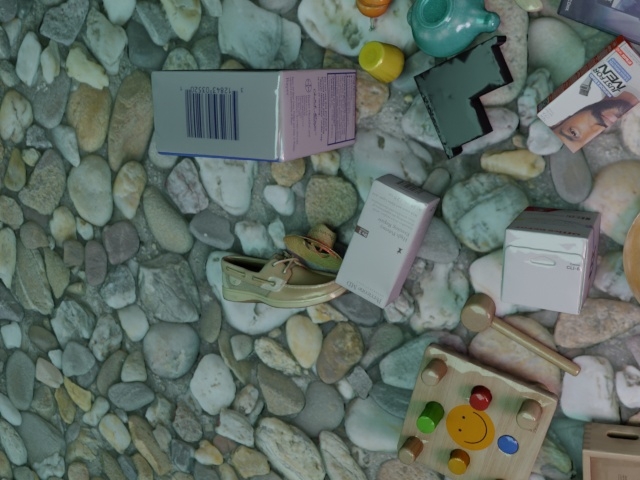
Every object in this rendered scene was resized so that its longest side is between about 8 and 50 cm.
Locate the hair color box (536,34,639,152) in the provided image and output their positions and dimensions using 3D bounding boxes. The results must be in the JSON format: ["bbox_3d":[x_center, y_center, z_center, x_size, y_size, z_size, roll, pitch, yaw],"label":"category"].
[{"bbox_3d":[0.438,-0.230,1.128,0.093,0.053,0.167,43,122,-7],"label":"hair color box"}]

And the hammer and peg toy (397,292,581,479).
[{"bbox_3d":[0.302,0.302,1.320,0.266,0.127,0.361,22,114,21],"label":"hammer and peg toy"}]

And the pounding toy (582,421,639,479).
[{"bbox_3d":[0.558,0.431,1.246,0.181,0.094,0.206,0,113,24],"label":"pounding toy"}]

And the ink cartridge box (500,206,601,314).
[{"bbox_3d":[0.380,0.027,1.171,0.128,0.176,0.127,8,108,27],"label":"ink cartridge box"}]

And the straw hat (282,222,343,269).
[{"bbox_3d":[0.000,0.000,1.433,0.144,0.144,0.061,18,71,23],"label":"straw hat"}]

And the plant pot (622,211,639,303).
[{"bbox_3d":[0.594,0.026,1.101,0.236,0.032,0.236,-6,81,38],"label":"plant pot"}]

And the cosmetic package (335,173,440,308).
[{"bbox_3d":[0.125,0.001,1.357,0.117,0.085,0.231,28,114,20],"label":"cosmetic package"}]

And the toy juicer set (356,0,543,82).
[{"bbox_3d":[0.205,-0.414,1.205,0.329,0.089,0.209,-15,79,34],"label":"toy juicer set"}]

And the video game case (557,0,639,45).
[{"bbox_3d":[0.495,-0.360,1.024,0.274,0.026,0.196,30,153,19],"label":"video game case"}]

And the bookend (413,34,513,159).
[{"bbox_3d":[0.266,-0.244,1.217,0.157,0.072,0.156,-23,94,31],"label":"bookend"}]

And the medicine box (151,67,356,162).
[{"bbox_3d":[-0.110,-0.237,1.295,0.263,0.289,0.149,7,105,27],"label":"medicine box"}]

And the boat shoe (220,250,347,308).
[{"bbox_3d":[-0.086,0.076,1.481,0.302,0.109,0.098,1,106,34],"label":"boat shoe"}]
